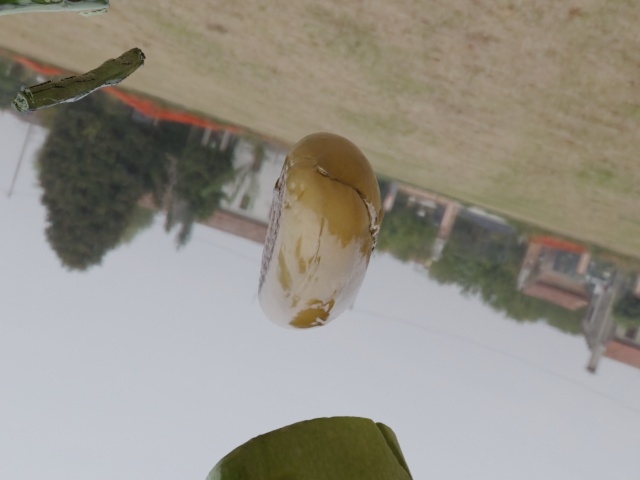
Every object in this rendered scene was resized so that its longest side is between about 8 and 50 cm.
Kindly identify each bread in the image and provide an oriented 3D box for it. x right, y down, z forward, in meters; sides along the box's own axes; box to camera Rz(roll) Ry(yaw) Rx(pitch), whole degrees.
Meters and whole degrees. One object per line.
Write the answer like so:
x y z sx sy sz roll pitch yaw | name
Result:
0.000 0.000 0.594 0.077 0.114 0.189 1 157 -7 | bread

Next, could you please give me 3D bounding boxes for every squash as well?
0.011 0.359 0.904 0.210 0.233 0.309 54 -169 -50 | squash

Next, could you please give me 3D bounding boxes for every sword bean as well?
-0.087 -0.060 0.336 0.012 0.012 0.083 19 -154 11 | sword bean

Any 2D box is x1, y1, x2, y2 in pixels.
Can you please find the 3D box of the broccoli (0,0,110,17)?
-0.287 -0.218 0.770 0.204 0.122 0.118 0 -161 -17 | broccoli
